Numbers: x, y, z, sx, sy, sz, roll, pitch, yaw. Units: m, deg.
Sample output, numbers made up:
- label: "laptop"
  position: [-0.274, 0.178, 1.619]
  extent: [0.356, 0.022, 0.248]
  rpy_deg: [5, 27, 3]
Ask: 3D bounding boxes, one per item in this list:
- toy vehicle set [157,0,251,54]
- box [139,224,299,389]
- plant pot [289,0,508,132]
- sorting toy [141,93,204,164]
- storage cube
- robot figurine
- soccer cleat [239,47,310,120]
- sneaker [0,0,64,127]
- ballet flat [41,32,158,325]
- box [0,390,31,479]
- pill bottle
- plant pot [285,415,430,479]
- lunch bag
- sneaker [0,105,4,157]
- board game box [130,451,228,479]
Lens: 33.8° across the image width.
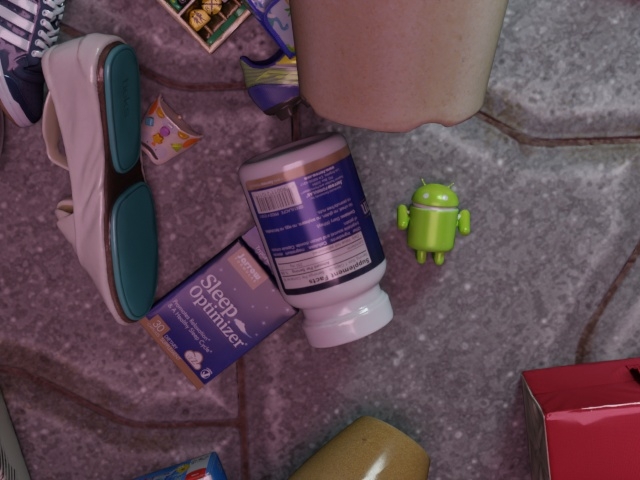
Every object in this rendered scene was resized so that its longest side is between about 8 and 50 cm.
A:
- label: "toy vehicle set"
  position: [-0.111, -0.400, 1.394]
  extent: [0.166, 0.035, 0.267]
  rpy_deg: [44, 98, -8]
- label: "box"
  position: [-0.130, 0.092, 1.496]
  extent: [0.225, 0.036, 0.136]
  rpy_deg: [-38, 99, 6]
- label: "plant pot"
  position: [0.090, -0.300, 1.187]
  extent: [0.334, 0.334, 0.305]
  rpy_deg: [1, 119, 0]
- label: "sorting toy"
  position: [-0.219, -0.143, 1.451]
  extent: [0.083, 0.045, 0.075]
  rpy_deg: [44, 118, -8]
- label: "storage cube"
  position: [0.395, 0.286, 1.458]
  extent: [0.193, 0.183, 0.215]
  rpy_deg: [-6, 102, 2]
- label: "robot figurine"
  position: [0.155, -0.026, 1.454]
  extent: [0.101, 0.067, 0.115]
  rpy_deg: [6, 101, 1]
- label: "soccer cleat"
  position: [0.025, -0.272, 1.392]
  extent: [0.289, 0.093, 0.121]
  rpy_deg: [-31, 97, 7]
- label: "sneaker"
  position: [-0.362, -0.296, 1.385]
  extent: [0.153, 0.099, 0.282]
  rpy_deg: [-8, 99, 3]
- label: "ballet flat"
  position: [-0.300, -0.081, 1.413]
  extent: [0.139, 0.139, 0.400]
  rpy_deg: [-1, 113, 0]
- label: "box"
  position: [-0.511, 0.257, 1.500]
  extent: [0.113, 0.094, 0.275]
  rpy_deg: [-15, 102, 4]
- label: "pill bottle"
  position: [0.000, 0.000, 1.417]
  extent: [0.153, 0.153, 0.265]
  rpy_deg: [-18, 101, 4]
- label: "plant pot"
  position: [0.041, 0.381, 1.456]
  extent: [0.237, 0.237, 0.254]
  rpy_deg: [38, 70, -7]
- label: "lunch bag"
  position: [-0.037, -0.327, 1.340]
  extent: [0.129, 0.096, 0.151]
  rpy_deg: [-38, 102, 2]
- label: "sneaker"
  position: [-0.526, -0.219, 1.404]
  extent: [0.147, 0.104, 0.296]
  rpy_deg: [-16, 95, 5]
- label: "board game box"
  position: [-0.244, 0.506, 1.554]
  extent: [0.302, 0.086, 0.308]
  rpy_deg: [-19, 101, 4]
